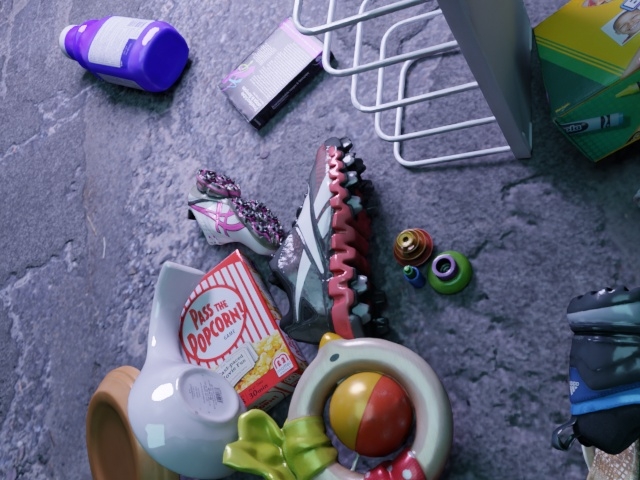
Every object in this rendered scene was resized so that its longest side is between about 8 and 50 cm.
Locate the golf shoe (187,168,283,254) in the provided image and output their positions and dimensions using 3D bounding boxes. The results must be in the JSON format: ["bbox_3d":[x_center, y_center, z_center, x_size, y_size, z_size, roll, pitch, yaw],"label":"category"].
[{"bbox_3d":[-0.118,-0.023,0.852,0.186,0.067,0.086,39,113,39],"label":"golf shoe"}]

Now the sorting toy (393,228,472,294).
[{"bbox_3d":[0.117,0.022,0.703,0.102,0.042,0.061,34,86,36],"label":"sorting toy"}]

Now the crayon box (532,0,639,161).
[{"bbox_3d":[0.350,-0.216,0.587,0.278,0.081,0.165,-32,36,37],"label":"crayon box"}]

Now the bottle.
[{"bbox_3d":[-0.362,-0.340,1.118,0.282,0.092,0.118,19,77,35],"label":"bottle"}]

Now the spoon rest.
[{"bbox_3d":[-0.152,0.146,0.702,0.084,0.137,0.276,-53,35,25],"label":"spoon rest"}]

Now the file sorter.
[{"bbox_3d":[0.114,-0.228,0.682,0.173,0.277,0.193,-6,64,29],"label":"file sorter"}]

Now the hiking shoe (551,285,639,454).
[{"bbox_3d":[0.335,0.122,0.471,0.304,0.113,0.132,9,84,11],"label":"hiking shoe"}]

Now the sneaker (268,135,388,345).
[{"bbox_3d":[0.000,0.000,0.745,0.135,0.097,0.276,-12,63,22],"label":"sneaker"}]

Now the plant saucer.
[{"bbox_3d":[-0.227,0.249,0.729,0.200,0.037,0.200,6,98,48],"label":"plant saucer"}]

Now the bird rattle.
[{"bbox_3d":[0.042,0.197,0.594,0.253,0.143,0.207,13,78,33],"label":"bird rattle"}]

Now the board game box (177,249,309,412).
[{"bbox_3d":[-0.113,0.129,0.779,0.146,0.045,0.193,-39,54,8],"label":"board game box"}]

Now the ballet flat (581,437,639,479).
[{"bbox_3d":[0.265,0.135,0.552,0.067,0.073,0.206,-4,60,44],"label":"ballet flat"}]

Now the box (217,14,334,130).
[{"bbox_3d":[-0.071,-0.257,0.954,0.162,0.029,0.116,-42,53,4],"label":"box"}]

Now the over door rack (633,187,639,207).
[{"bbox_3d":[0.468,-0.065,0.500,0.324,0.108,0.239,36,92,36],"label":"over door rack"}]
